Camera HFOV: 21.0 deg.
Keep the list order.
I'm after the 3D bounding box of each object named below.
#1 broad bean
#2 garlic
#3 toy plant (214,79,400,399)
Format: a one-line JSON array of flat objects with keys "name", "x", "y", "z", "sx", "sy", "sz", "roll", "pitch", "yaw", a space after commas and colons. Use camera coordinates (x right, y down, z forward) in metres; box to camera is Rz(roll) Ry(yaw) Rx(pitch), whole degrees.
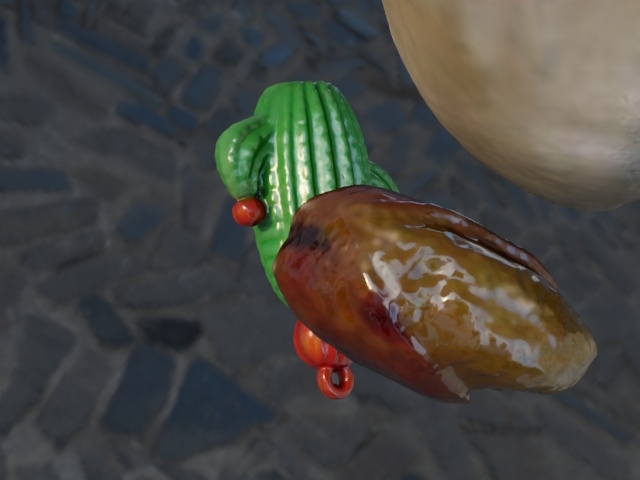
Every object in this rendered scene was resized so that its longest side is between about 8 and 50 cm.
[{"name": "broad bean", "x": 0.077, "y": 0.045, "z": 1.191, "sx": 0.228, "sy": 0.156, "sz": 0.122, "roll": 29, "pitch": 78, "yaw": 3}, {"name": "garlic", "x": 0.070, "y": -0.126, "z": 0.525, "sx": 0.112, "sy": 0.318, "sz": 0.143, "roll": -1, "pitch": 37, "yaw": -3}, {"name": "toy plant", "x": 0.006, "y": -0.010, "z": 1.369, "sx": 0.154, "sy": 0.088, "sz": 0.240, "roll": -32, "pitch": 99, "yaw": -39}]
